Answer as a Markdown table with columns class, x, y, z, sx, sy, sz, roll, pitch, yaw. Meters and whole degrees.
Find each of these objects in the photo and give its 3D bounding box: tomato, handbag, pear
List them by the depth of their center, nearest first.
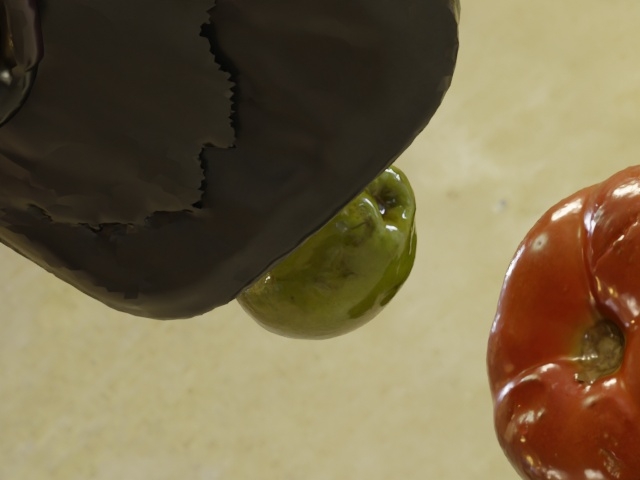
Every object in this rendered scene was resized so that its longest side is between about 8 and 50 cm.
| class | x | y | z | sx | sy | sz | roll | pitch | yaw |
| --- | --- | --- | --- | --- | --- | --- | --- | --- | --- |
| handbag | -0.077 | -0.111 | 0.455 | 0.181 | 0.254 | 0.181 | -43 | 27 | 34 |
| pear | 0.000 | 0.000 | 1.054 | 0.131 | 0.107 | 0.107 | -32 | 23 | 55 |
| tomato | 0.231 | 0.077 | 1.255 | 0.260 | 0.180 | 0.259 | -14 | 72 | 47 |
